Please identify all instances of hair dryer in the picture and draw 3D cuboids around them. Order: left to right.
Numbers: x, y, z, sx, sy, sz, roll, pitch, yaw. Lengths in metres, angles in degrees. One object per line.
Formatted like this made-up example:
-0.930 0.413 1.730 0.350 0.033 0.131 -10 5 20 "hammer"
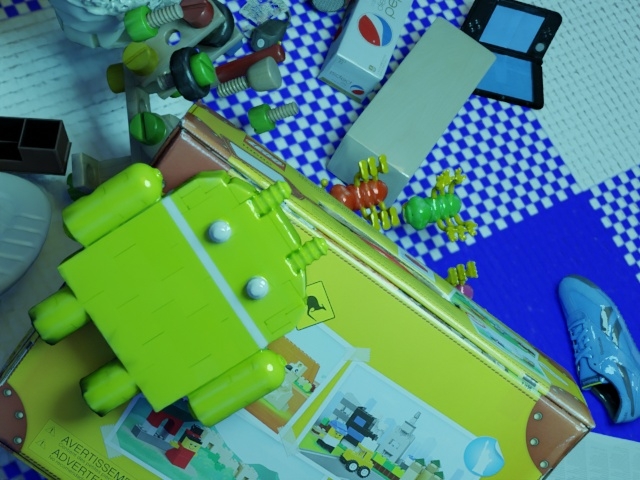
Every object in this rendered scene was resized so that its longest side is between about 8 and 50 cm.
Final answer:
-0.046 -0.399 1.899 0.224 0.080 0.293 50 54 4 "hair dryer"

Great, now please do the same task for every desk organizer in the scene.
-0.353 -0.110 1.580 0.130 0.050 0.047 4 60 4 "desk organizer"

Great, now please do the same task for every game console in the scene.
0.275 -0.272 2.000 0.144 0.124 0.085 11 35 -23 "game console"

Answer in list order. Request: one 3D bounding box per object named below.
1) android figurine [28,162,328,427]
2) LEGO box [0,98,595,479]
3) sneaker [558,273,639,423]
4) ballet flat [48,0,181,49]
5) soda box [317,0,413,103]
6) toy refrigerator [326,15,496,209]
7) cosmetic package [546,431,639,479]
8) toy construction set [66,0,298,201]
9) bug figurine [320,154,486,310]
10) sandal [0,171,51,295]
-0.125 0.046 1.282 0.248 0.272 0.056 59 9 -10 "android figurine"
-0.039 0.157 1.431 0.500 0.372 0.193 37 10 -7 "LEGO box"
0.365 0.143 1.843 0.082 0.069 0.209 -22 77 -30 "sneaker"
-0.233 -0.280 1.595 0.147 0.147 0.409 46 12 1 "ballet flat"
0.070 -0.297 1.913 0.074 0.069 0.216 29 55 -11 "soda box"
0.123 -0.171 1.865 0.102 0.094 0.269 35 54 1 "toy refrigerator"
0.362 0.303 1.764 0.239 0.060 0.099 15 58 -20 "cosmetic package"
-0.180 -0.145 1.636 0.309 0.237 0.258 -49 120 -68 "toy construction set"
0.105 0.030 1.733 0.216 0.072 0.279 -12 93 -32 "bug figurine"
-0.426 0.068 1.458 0.169 0.102 0.416 25 42 3 "sandal"
